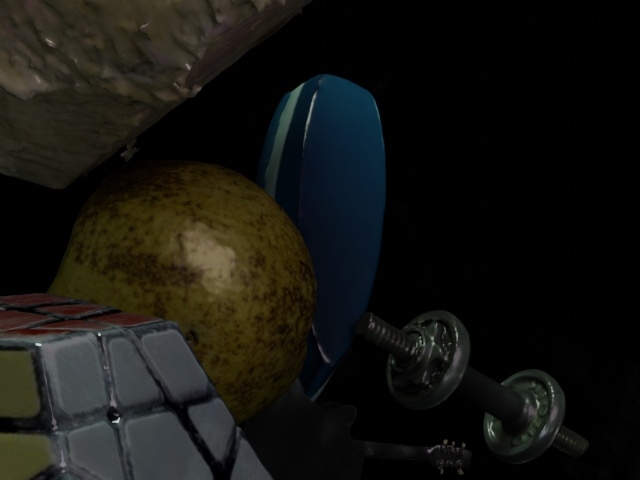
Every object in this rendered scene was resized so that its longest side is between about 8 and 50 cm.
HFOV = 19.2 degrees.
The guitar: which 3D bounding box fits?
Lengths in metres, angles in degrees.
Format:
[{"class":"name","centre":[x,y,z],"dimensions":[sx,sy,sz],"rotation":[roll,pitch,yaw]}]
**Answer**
[{"class":"guitar","centre":[0.027,0.156,1.399],"dimensions":[0.233,0.025,0.088],"rotation":[10,88,-38]}]

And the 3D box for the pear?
[{"class":"pear","centre":[-0.091,0.044,1.274],"dimensions":[0.197,0.197,0.197],"rotation":[19,54,-27]}]

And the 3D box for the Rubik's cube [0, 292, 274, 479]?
[{"class":"Rubik's cube","centre":[-0.180,0.174,1.058],"dimensions":[0.319,0.319,0.264],"rotation":[50,56,0]}]

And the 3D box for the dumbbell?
[{"class":"dumbbell","centre":[0.120,0.114,1.459],"dimensions":[0.254,0.081,0.082],"rotation":[31,48,-35]}]

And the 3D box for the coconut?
[{"class":"coconut","centre":[-0.156,-0.270,1.298],"dimensions":[0.404,0.404,0.405],"rotation":[19,54,-27]}]

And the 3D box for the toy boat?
[{"class":"toy boat","centre":[0.000,0.000,1.465],"dimensions":[0.096,0.061,0.299],"rotation":[23,52,-25]}]
